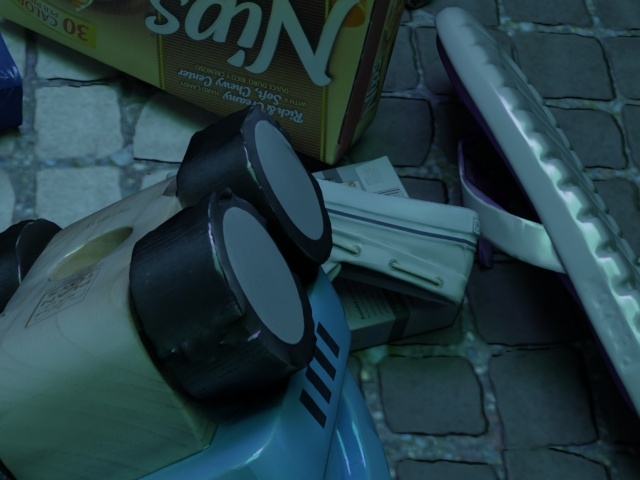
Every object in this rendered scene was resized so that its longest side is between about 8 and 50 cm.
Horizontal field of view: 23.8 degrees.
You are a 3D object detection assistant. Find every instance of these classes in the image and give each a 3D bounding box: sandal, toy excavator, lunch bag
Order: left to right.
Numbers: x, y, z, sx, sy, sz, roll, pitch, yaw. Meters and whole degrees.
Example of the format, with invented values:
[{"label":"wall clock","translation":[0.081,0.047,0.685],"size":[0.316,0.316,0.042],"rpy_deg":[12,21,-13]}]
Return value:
[{"label":"lunch bag","translation":[-0.269,-0.121,1.156],"size":[0.065,0.067,0.098],"rpy_deg":[-17,60,-22]},{"label":"toy excavator","translation":[-0.039,0.203,0.860],"size":[0.222,0.445,0.433],"rpy_deg":[-26,18,16]},{"label":"sandal","translation":[0.159,-0.009,1.131],"size":[0.102,0.169,0.416],"rpy_deg":[-34,58,14]}]

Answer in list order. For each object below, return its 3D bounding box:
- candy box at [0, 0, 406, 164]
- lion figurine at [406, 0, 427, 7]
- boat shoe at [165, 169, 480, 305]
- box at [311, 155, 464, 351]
[{"label":"candy box","translation":[-0.094,-0.207,1.165],"size":[0.316,0.183,0.087],"rpy_deg":[24,41,12]},{"label":"lion figurine","translation":[-0.021,-0.304,1.324],"size":[0.392,0.142,0.240],"rpy_deg":[-12,47,-36]},{"label":"boat shoe","translation":[0.000,0.000,1.060],"size":[0.226,0.083,0.075],"rpy_deg":[8,81,-2]},{"label":"box","translation":[-0.008,0.018,1.122],"size":[0.186,0.038,0.145],"rpy_deg":[-13,56,-22]}]
